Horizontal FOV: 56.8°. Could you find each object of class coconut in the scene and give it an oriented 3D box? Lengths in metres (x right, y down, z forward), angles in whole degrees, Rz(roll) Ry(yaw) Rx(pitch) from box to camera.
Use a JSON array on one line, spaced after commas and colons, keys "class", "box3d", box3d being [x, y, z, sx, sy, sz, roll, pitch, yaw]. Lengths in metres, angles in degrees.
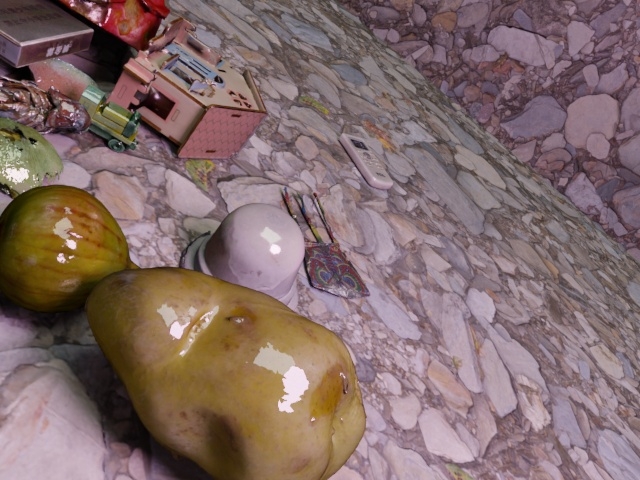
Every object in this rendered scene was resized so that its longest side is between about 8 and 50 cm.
[{"class": "coconut", "box3d": [-0.429, -0.121, 0.819, 0.158, 0.055, 0.133, 0, 47, -46]}]

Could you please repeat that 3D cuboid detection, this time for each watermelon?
[{"class": "watermelon", "box3d": [-0.438, -0.264, 1.010, 0.155, 0.080, 0.101, 3, 11, -42]}]

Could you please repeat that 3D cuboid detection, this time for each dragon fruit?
[{"class": "dragon fruit", "box3d": [-0.427, -0.529, 1.105, 0.370, 0.249, 0.386, 38, 9, 14]}]

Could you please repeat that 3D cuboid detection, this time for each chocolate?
[{"class": "chocolate", "box3d": [-0.094, 0.017, 0.917, 0.221, 0.147, 0.221, 29, 28, -17]}]

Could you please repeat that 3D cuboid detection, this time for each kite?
[{"class": "kite", "box3d": [0.000, 0.000, 1.172, 0.152, 0.015, 0.286, 15, 41, -41]}]

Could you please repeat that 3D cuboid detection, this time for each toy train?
[{"class": "toy train", "box3d": [-0.353, -0.199, 0.980, 0.122, 0.081, 0.050, 28, 38, -18]}]

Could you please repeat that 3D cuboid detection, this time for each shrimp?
[{"class": "shrimp", "box3d": [-0.458, -0.197, 0.870, 0.232, 0.079, 0.090, 9, 80, -38]}]

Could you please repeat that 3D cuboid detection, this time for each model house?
[{"class": "model house", "box3d": [-0.227, -0.276, 1.133, 0.244, 0.169, 0.326, 38, 26, -12]}]

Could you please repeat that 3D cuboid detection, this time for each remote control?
[{"class": "remote control", "box3d": [0.121, -0.209, 1.563, 0.087, 0.029, 0.190, 6, 45, -43]}]

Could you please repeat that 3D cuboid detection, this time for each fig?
[{"class": "fig", "box3d": [-0.262, 0.023, 0.731, 0.259, 0.151, 0.151, 17, 37, -42]}]

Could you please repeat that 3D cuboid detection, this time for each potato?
[{"class": "potato", "box3d": [-0.105, 0.146, 0.673, 0.351, 0.202, 0.218, 36, 30, -6]}]

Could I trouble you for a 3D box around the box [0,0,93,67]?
[{"class": "box", "box3d": [-0.544, -0.389, 0.920, 0.324, 0.047, 0.180, 33, 31, -1]}]
